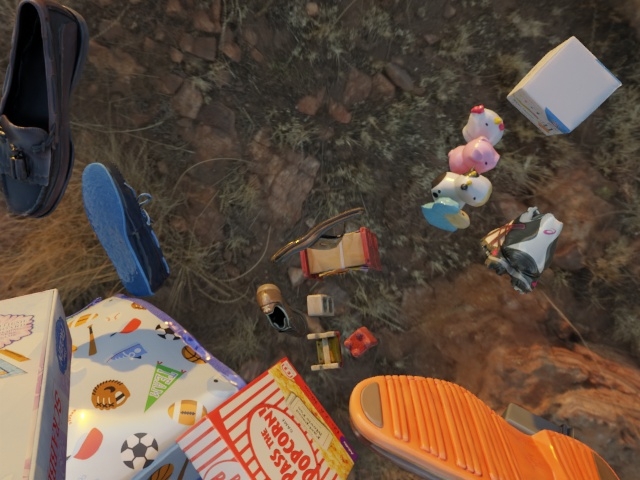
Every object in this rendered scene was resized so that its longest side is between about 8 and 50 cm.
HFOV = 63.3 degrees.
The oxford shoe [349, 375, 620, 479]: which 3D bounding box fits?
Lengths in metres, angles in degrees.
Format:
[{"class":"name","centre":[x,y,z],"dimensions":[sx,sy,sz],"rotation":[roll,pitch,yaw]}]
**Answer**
[{"class":"oxford shoe","centre":[0.175,0.269,0.591],"dimensions":[0.363,0.130,0.133],"rotation":[27,120,-13]}]

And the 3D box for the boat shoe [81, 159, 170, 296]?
[{"class":"boat shoe","centre":[-0.354,-0.024,0.952],"dimensions":[0.108,0.089,0.259],"rotation":[1,114,26]}]

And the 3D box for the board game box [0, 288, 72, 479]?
[{"class":"board game box","centre":[-0.326,0.157,0.308],"dimensions":[0.318,0.318,0.066],"rotation":[-12,115,-19]}]

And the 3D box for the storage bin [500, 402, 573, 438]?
[{"class":"storage bin","centre":[0.287,0.312,0.751],"dimensions":[0.091,0.098,0.135],"rotation":[29,112,19]}]

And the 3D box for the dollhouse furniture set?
[{"class":"dollhouse furniture set","centre":[0.072,0.165,1.466],"dimensions":[0.201,0.152,0.375],"rotation":[-10,79,17]}]

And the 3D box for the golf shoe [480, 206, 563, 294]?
[{"class":"golf shoe","centre":[0.345,0.007,0.870],"dimensions":[0.105,0.273,0.120],"rotation":[37,105,6]}]

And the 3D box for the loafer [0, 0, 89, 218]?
[{"class":"loafer","centre":[-0.398,-0.177,0.709],"dimensions":[0.108,0.095,0.303],"rotation":[14,98,2]}]

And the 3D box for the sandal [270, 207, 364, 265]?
[{"class":"sandal","centre":[0.000,0.000,1.072],"dimensions":[0.219,0.090,0.060],"rotation":[-33,94,-1]}]

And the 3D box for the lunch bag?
[{"class":"lunch bag","centre":[-0.359,0.269,0.830],"dimensions":[0.385,0.327,0.239],"rotation":[32,132,27]}]

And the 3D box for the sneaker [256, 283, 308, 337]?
[{"class":"sneaker","centre":[-0.081,0.170,1.096],"dimensions":[0.066,0.071,0.188],"rotation":[-23,134,14]}]

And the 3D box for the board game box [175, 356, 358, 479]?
[{"class":"board game box","centre":[-0.043,0.217,0.539],"dimensions":[0.045,0.193,0.147],"rotation":[-41,82,16]}]

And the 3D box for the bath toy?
[{"class":"bath toy","centre":[0.370,-0.194,1.289],"dimensions":[0.151,0.129,0.348],"rotation":[15,64,30]}]

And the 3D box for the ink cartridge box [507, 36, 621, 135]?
[{"class":"ink cartridge box","centre":[0.633,-0.398,1.382],"dimensions":[0.171,0.232,0.168],"rotation":[44,104,1]}]
